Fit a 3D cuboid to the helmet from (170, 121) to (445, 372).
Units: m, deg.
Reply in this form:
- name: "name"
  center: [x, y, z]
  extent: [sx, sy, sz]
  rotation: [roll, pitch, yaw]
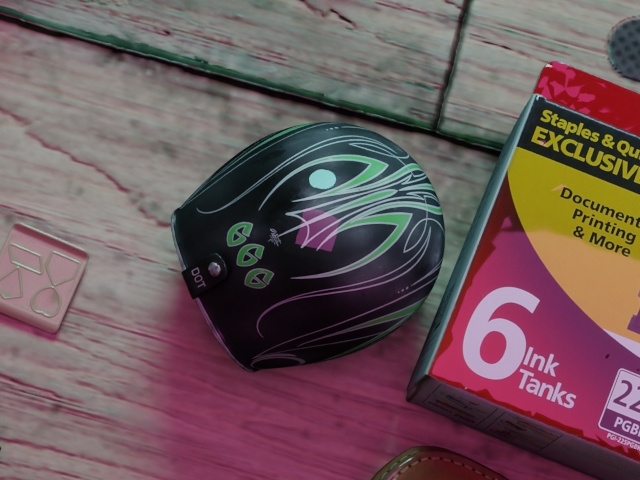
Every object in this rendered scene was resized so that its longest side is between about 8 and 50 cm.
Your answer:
- name: "helmet"
  center: [0.000, 0.000, 1.305]
  extent: [0.161, 0.169, 0.169]
  rotation: [-25, 81, 9]

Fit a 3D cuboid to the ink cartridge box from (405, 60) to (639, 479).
- name: "ink cartridge box"
  center: [0.251, 0.033, 1.323]
  extent: [0.309, 0.130, 0.272]
  rotation: [21, 77, 1]

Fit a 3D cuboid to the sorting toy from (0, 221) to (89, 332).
- name: "sorting toy"
  center: [-0.206, 0.020, 1.354]
  extent: [0.083, 0.012, 0.062]
  rotation: [23, 83, -3]

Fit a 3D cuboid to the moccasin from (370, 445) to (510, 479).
- name: "moccasin"
  center: [0.170, 0.283, 1.258]
  extent: [0.139, 0.147, 0.380]
  rotation: [-37, 83, -10]
